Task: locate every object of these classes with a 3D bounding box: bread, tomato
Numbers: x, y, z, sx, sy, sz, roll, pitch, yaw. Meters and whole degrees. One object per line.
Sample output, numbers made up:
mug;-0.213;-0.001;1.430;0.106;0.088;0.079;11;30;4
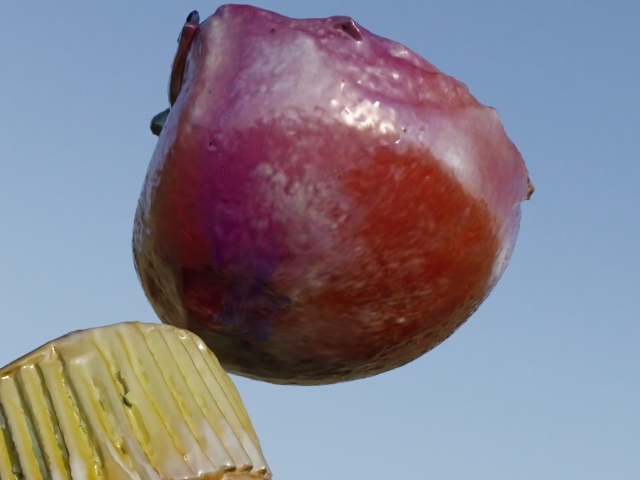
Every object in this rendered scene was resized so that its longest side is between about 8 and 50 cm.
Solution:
bread;-0.125;0.191;1.098;0.204;0.156;0.288;-14;-33;-18
tomato;0.000;0.000;1.241;0.290;0.176;0.335;16;-39;-1
